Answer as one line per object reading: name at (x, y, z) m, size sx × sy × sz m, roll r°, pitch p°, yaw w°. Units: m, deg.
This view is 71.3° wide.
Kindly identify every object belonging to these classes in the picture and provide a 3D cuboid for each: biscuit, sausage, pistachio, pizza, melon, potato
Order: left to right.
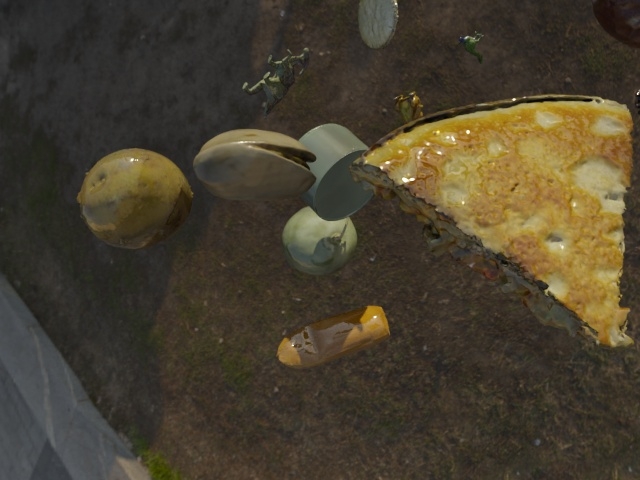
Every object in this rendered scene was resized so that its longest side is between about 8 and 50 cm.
potato at (-0.237, -0.052, 0.581) m, size 0.176 × 0.137 × 0.137 m, roll -161°, pitch 77°, yaw -76°
pistachio at (-0.121, -0.145, 0.857) m, size 0.153 × 0.238 × 0.137 m, roll 165°, pitch 104°, yaw -66°
melon at (-0.006, -0.001, 1.551) m, size 0.308 × 0.272 × 0.271 m, roll -128°, pitch 53°, yaw -74°
sausage at (0.036, 0.304, 1.384) m, size 0.354 × 0.116 × 0.134 m, roll -17°, pitch 64°, yaw 0°
biscuit at (0.133, -0.533, 1.066) m, size 0.152 × 0.020 × 0.151 m, roll 35°, pitch 133°, yaw 50°
pizza at (0.291, -0.024, 0.653) m, size 0.441 × 0.130 × 0.405 m, roll -14°, pitch 72°, yaw -7°

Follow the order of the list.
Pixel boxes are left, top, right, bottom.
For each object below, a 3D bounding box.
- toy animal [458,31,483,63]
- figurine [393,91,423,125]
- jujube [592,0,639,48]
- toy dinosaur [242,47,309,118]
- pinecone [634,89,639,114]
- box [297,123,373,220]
toy animal at (0.600, -0.754, 1.723) m, size 0.041 × 0.217 × 0.075 m, roll 45°, pitch 115°, yaw 33°
figurine at (0.339, -0.451, 1.643) m, size 0.122 × 0.122 × 0.175 m, roll 2°, pitch 103°, yaw 42°
jujube at (0.870, -0.606, 1.067) m, size 0.377 × 0.277 × 0.276 m, roll 14°, pitch 98°, yaw 43°
toy dinosaur at (-0.152, -0.590, 1.631) m, size 0.294 × 0.162 × 0.077 m, roll -41°, pitch 61°, yaw 18°
pinecone at (1.020, -0.422, 1.336) m, size 0.141 × 0.121 × 0.140 m, roll -5°, pitch 72°, yaw 14°
box at (0.037, -0.186, 1.217) m, size 0.149 × 0.226 × 0.226 m, roll 49°, pitch 116°, yaw 34°
